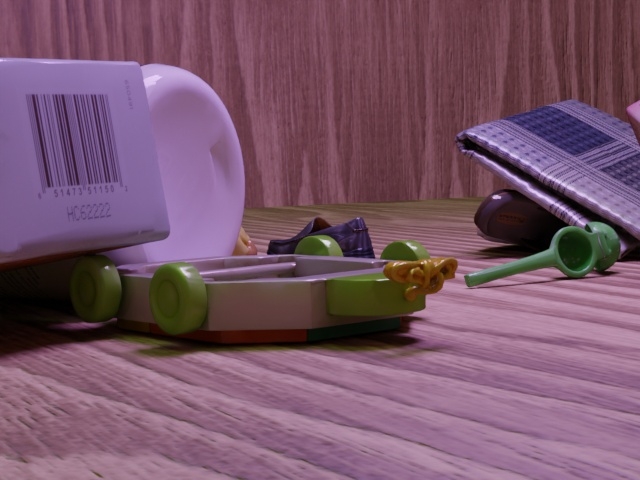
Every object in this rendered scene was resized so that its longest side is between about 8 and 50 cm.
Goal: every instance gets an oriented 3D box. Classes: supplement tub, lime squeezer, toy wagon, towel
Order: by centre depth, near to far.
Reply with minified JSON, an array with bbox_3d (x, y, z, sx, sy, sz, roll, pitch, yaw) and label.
[{"bbox_3d":[-0.030,0.041,1.167,0.267,0.068,0.344,-6,6,-40],"label":"toy wagon"},{"bbox_3d":[-0.266,-0.055,1.426,0.325,0.235,0.235,1,5,29],"label":"supplement tub"},{"bbox_3d":[0.267,0.011,1.556,0.110,0.059,0.310,1,5,29],"label":"lime squeezer"},{"bbox_3d":[0.383,-0.082,1.858,0.324,0.056,0.312,33,31,28],"label":"towel"}]

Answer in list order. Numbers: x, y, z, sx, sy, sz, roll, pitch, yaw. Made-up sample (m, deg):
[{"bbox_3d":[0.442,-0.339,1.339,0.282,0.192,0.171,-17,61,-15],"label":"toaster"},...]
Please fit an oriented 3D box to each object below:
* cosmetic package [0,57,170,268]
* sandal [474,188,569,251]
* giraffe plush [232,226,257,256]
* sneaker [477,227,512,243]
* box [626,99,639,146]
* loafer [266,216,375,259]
[{"bbox_3d":[-0.384,-0.034,1.226,0.453,0.161,0.230,-10,0,31],"label":"cosmetic package"},{"bbox_3d":[0.302,-0.021,1.827,0.219,0.090,0.060,7,29,-31],"label":"sandal"},{"bbox_3d":[-0.200,-0.021,1.649,0.170,0.210,0.181,-35,20,-6],"label":"giraffe plush"},{"bbox_3d":[0.357,-0.070,2.007,0.366,0.150,0.135,-5,4,-43],"label":"sneaker"},{"bbox_3d":[0.422,-0.074,1.433,0.127,0.149,0.232,-27,19,6],"label":"box"},{"bbox_3d":[0.000,0.000,1.780,0.170,0.061,0.062,1,6,40],"label":"loafer"}]
